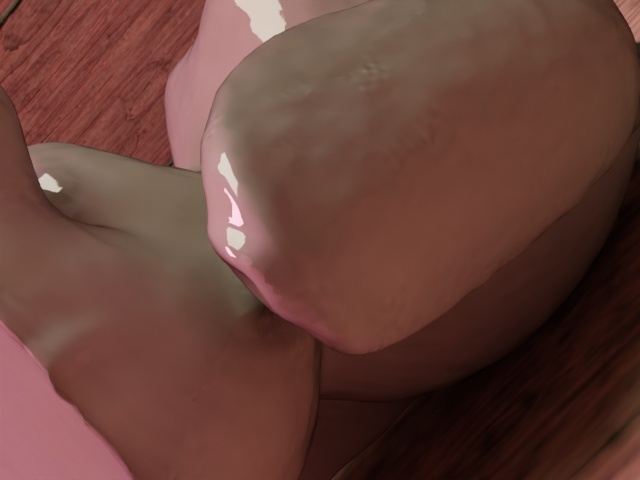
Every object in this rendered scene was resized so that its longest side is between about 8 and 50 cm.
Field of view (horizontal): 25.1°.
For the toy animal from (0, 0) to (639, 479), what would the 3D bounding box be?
[{"bbox_3d":[0.000,0.000,0.506,0.265,0.206,0.272,-40,-15,-27],"label":"toy animal"}]
